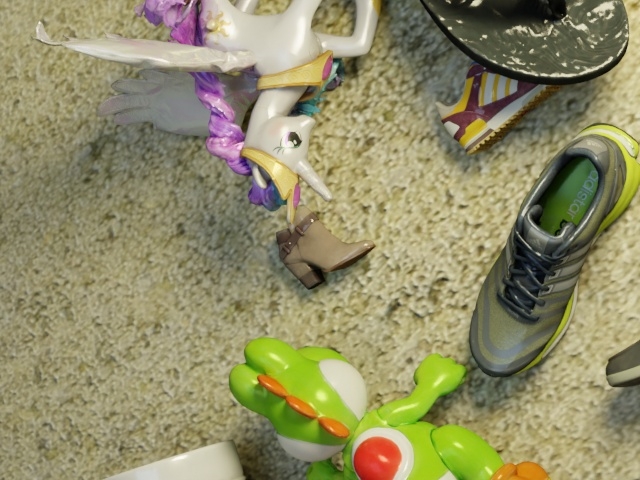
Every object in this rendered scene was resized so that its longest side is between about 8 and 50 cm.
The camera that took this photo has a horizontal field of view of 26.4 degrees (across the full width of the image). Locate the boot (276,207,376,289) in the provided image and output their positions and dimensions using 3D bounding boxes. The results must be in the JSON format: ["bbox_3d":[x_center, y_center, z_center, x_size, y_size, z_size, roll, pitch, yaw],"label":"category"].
[{"bbox_3d":[0.000,0.000,1.612,0.118,0.042,0.087,-32,75,23],"label":"boot"}]

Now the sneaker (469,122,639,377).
[{"bbox_3d":[0.233,0.011,1.450,0.111,0.121,0.300,28,104,23],"label":"sneaker"}]

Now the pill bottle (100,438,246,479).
[{"bbox_3d":[-0.122,0.450,1.582,0.229,0.229,0.408,-21,82,26],"label":"pill bottle"}]

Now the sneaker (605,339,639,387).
[{"bbox_3d":[0.378,0.061,1.412,0.222,0.083,0.118,-32,69,19],"label":"sneaker"}]

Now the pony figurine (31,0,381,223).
[{"bbox_3d":[-0.104,-0.225,1.556,0.351,0.303,0.363,16,84,17],"label":"pony figurine"}]

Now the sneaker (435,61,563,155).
[{"bbox_3d":[0.206,-0.177,1.486,0.185,0.069,0.084,-41,79,21],"label":"sneaker"}]

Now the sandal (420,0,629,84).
[{"bbox_3d":[0.141,-0.334,1.412,0.167,0.107,0.446,-40,75,-5],"label":"sandal"}]

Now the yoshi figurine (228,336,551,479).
[{"bbox_3d":[0.068,0.224,1.542,0.362,0.203,0.203,34,147,7],"label":"yoshi figurine"}]
